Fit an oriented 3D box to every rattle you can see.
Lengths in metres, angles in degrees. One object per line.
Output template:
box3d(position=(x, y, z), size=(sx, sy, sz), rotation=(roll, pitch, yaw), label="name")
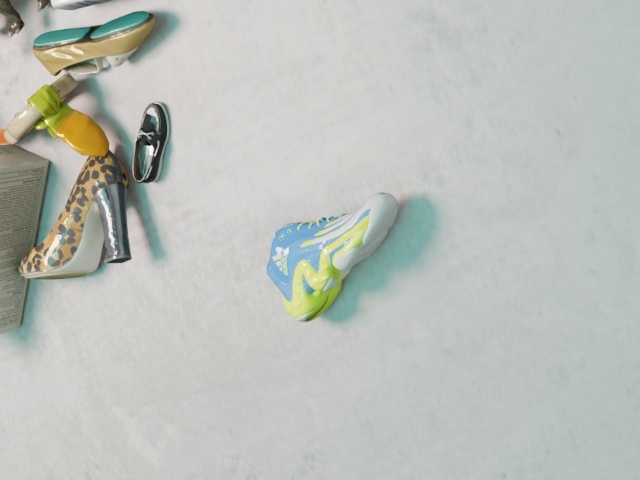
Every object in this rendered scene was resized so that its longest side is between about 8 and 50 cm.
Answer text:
box3d(position=(-0.426, -0.165, 1.669), size=(0.143, 0.130, 0.200), rotation=(34, 135, -22), label="rattle")

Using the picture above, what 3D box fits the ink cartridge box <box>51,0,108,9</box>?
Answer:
box3d(position=(-0.267, -0.522, 1.499), size=(0.324, 0.071, 0.330), rotation=(-8, 97, 25), label="ink cartridge box")

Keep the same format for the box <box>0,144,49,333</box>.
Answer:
box3d(position=(-0.558, 0.001, 1.729), size=(0.121, 0.148, 0.311), rotation=(24, 109, 24), label="box")

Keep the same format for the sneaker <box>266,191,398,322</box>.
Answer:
box3d(position=(0.000, 0.000, 1.456), size=(0.126, 0.091, 0.240), rotation=(45, 118, 14), label="sneaker")

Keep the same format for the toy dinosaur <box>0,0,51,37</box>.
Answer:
box3d(position=(-0.520, -0.389, 1.619), size=(0.314, 0.121, 0.160), rotation=(-21, 125, 23), label="toy dinosaur")

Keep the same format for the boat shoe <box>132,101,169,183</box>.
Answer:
box3d(position=(-0.261, -0.147, 1.598), size=(0.046, 0.038, 0.125), rotation=(20, 109, 24), label="boat shoe")

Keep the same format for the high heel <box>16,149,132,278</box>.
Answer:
box3d(position=(-0.400, -0.038, 1.682), size=(0.261, 0.093, 0.186), rotation=(-14, 80, 34), label="high heel")

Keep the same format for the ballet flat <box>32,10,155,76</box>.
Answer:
box3d(position=(-0.332, -0.294, 1.601), size=(0.232, 0.080, 0.073), rotation=(-3, 126, 31), label="ballet flat")
